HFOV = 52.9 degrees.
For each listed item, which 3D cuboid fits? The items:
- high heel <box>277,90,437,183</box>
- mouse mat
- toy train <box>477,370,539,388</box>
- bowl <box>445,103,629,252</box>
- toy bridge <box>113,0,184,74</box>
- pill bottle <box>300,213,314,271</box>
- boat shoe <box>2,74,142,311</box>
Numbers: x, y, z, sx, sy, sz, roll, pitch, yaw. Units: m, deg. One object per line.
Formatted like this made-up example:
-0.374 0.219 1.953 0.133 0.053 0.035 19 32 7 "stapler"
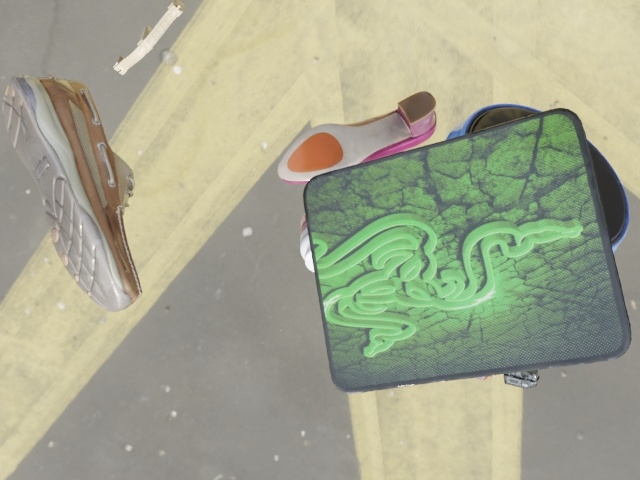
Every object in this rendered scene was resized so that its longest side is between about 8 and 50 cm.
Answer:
0.089 -0.202 1.439 0.377 0.181 0.127 -21 77 2 "high heel"
0.081 0.011 0.408 0.189 0.007 0.153 -14 80 24 "mouse mat"
0.214 0.168 0.859 0.158 0.027 0.036 8 123 39 "toy train"
0.421 -0.109 1.247 0.391 0.391 0.077 26 141 -4 "bowl"
-0.318 -0.370 1.183 0.188 0.063 0.026 -35 126 27 "toy bridge"
0.000 0.000 1.364 0.086 0.152 0.086 0 124 -1 "pill bottle"
-0.295 -0.069 0.837 0.123 0.116 0.325 -19 93 47 "boat shoe"
